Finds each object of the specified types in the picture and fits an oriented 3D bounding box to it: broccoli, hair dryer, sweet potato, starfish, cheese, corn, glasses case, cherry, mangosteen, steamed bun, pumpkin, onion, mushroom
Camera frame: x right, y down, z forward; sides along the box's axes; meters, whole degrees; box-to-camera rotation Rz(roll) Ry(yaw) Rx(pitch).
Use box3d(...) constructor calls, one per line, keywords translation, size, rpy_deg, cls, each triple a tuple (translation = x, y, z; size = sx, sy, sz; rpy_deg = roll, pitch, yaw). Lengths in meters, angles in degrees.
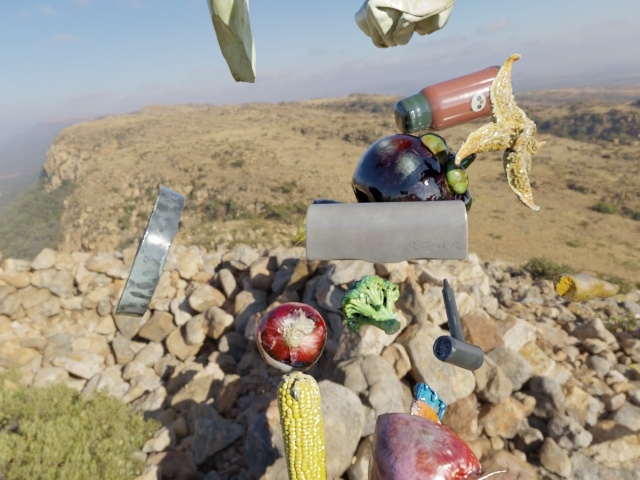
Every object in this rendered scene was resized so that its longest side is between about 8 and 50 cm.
box3d(translation=(0.222, 0.267, 1.675), size=(0.268, 0.254, 0.269), rpy_deg=(-12, 41, 11), cls="broccoli")
box3d(translation=(0.341, 0.209, 1.121), size=(0.128, 0.070, 0.256), rpy_deg=(22, 48, -32), cls="hair dryer")
box3d(translation=(0.667, 0.123, 1.071), size=(0.243, 0.077, 0.077), rpy_deg=(8, 10, -32), cls="sweet potato")
box3d(translation=(0.432, -0.195, 0.942), size=(0.084, 0.293, 0.302), rpy_deg=(3, 59, 49), cls="starfish")
box3d(translation=(0.219, 0.506, 1.002), size=(0.129, 0.217, 0.330), rpy_deg=(-20, 31, 49), cls="cheese")
box3d(translation=(-0.035, 0.443, 0.941), size=(0.106, 0.294, 0.106), rpy_deg=(-9, -6, -1), cls="corn")
box3d(translation=(0.077, -0.010, 0.508), size=(0.190, 0.072, 0.042), rpy_deg=(-1, 9, 9), cls="glasses case")
box3d(translation=(0.199, 0.440, 0.841), size=(0.192, 0.175, 0.249), rpy_deg=(-26, 43, -27), cls="cherry")
box3d(translation=(0.233, -0.145, 1.103), size=(0.299, 0.301, 0.300), rpy_deg=(-6, 20, 2), cls="mangosteen")
box3d(translation=(0.239, -0.616, 1.097), size=(0.280, 0.207, 0.268), rpy_deg=(-48, 15, 16), cls="steamed bun")
box3d(translation=(-0.001, 0.000, 1.263), size=(0.139, 0.190, 0.281), rpy_deg=(24, 43, 4), cls="pumpkin")
box3d(translation=(-0.104, 0.355, 1.607), size=(0.271, 0.273, 0.195), rpy_deg=(-5, 12, 5), cls="onion")
box3d(translation=(-0.185, -0.470, 0.855), size=(0.087, 0.334, 0.107), rpy_deg=(6, 47, 9), cls="mushroom")

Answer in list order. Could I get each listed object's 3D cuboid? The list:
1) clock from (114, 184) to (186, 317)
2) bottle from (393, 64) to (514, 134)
box3d(translation=(-0.392, 0.027, 0.977), size=(0.061, 0.313, 0.312), rpy_deg=(21, 11, -22), cls="clock")
box3d(translation=(0.381, -0.403, 1.243), size=(0.335, 0.144, 0.144), rpy_deg=(-17, 21, -8), cls="bottle")
